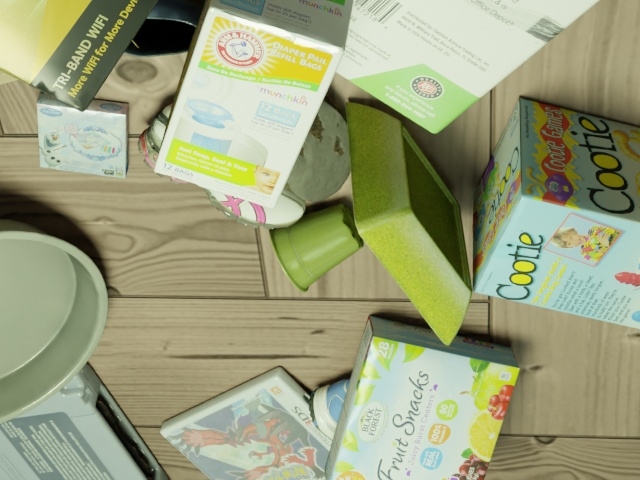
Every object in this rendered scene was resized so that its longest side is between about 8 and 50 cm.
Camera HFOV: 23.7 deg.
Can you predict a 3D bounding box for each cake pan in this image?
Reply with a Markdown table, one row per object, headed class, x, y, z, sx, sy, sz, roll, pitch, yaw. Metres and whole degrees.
| class | x | y | z | sx | sy | sz | roll | pitch | yaw |
| --- | --- | --- | --- | --- | --- | --- | --- | --- | --- |
| cake pan | -0.377 | 0.090 | 1.662 | 0.293 | 0.054 | 0.293 | -19 | 138 | -18 |

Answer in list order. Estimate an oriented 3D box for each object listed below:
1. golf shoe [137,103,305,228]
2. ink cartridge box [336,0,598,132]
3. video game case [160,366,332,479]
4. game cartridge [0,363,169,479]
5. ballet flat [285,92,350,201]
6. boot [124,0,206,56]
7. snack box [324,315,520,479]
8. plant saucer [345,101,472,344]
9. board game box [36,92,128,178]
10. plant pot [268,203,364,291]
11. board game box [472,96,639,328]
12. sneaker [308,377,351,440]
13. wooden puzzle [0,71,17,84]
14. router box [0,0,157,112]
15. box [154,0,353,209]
| class | x | y | z | sx | sy | sz | roll | pitch | yaw |
| --- | --- | --- | --- | --- | --- | --- | --- | --- | --- |
| golf shoe | -0.086 | -0.074 | 1.527 | 0.186 | 0.067 | 0.086 | 28 | 131 | -22 |
| ink cartridge box | 0.113 | -0.243 | 1.285 | 0.198 | 0.114 | 0.273 | 30 | 133 | -24 |
| video game case | -0.068 | 0.254 | 1.890 | 0.201 | 0.023 | 0.183 | -28 | 118 | 32 |
| game cartridge | -0.330 | 0.263 | 1.932 | 0.198 | 0.062 | 0.297 | -6 | 136 | 20 |
| ballet flat | -0.033 | -0.132 | 1.474 | 0.084 | 0.058 | 0.250 | -36 | 138 | -7 |
| boot | -0.188 | -0.222 | 1.351 | 0.219 | 0.106 | 0.082 | 2 | 138 | 5 |
| snack box | 0.112 | 0.206 | 1.743 | 0.175 | 0.070 | 0.207 | 14 | 107 | -7 |
| plant saucer | 0.092 | -0.024 | 1.474 | 0.045 | 0.188 | 0.188 | -24 | 130 | 19 |
| board game box | -0.240 | -0.106 | 1.546 | 0.090 | 0.020 | 0.090 | 8 | 138 | -1 |
| plant pot | 0.000 | 0.000 | 1.598 | 0.079 | 0.083 | 0.083 | -27 | 129 | 14 |
| board game box | 0.301 | -0.014 | 1.489 | 0.275 | 0.142 | 0.144 | 13 | 136 | -8 |
| sneaker | 0.086 | 0.233 | 1.828 | 0.211 | 0.080 | 0.081 | 34 | 132 | -27 |
| wooden puzzle | -0.421 | -0.258 | 1.356 | 0.348 | 0.080 | 0.322 | -9 | 130 | 23 |
| router box | -0.214 | -0.288 | 1.206 | 0.243 | 0.081 | 0.309 | 26 | 110 | -28 |
| box | -0.055 | -0.139 | 1.263 | 0.114 | 0.103 | 0.203 | 18 | 139 | -8 |
